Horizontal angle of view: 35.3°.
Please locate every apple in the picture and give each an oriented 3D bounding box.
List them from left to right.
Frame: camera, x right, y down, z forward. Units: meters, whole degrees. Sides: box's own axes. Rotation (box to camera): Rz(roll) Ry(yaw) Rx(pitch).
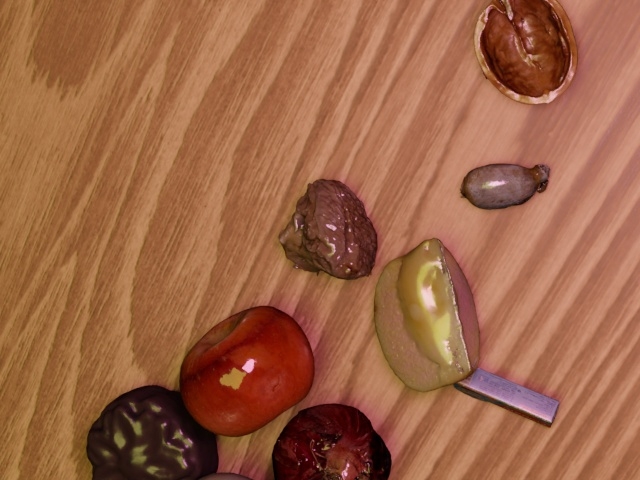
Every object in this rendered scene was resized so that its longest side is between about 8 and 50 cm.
[{"bbox_3d":[-0.139,0.256,1.926,0.272,0.251,0.206,-34,99,4],"label":"apple"},{"bbox_3d":[0.195,0.142,1.857,0.193,0.120,0.265,-19,80,37],"label":"apple"}]

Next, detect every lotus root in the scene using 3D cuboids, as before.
[{"bbox_3d":[0.330,-0.098,1.799,0.165,0.088,0.088,-6,94,11],"label":"lotus root"}]

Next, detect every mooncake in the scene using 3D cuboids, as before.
[{"bbox_3d":[-0.356,0.447,2.086,0.283,0.141,0.283,4,100,21],"label":"mooncake"}]

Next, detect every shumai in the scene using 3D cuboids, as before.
[{"bbox_3d":[0.000,0.000,1.896,0.175,0.166,0.206,-29,61,30],"label":"shumai"}]

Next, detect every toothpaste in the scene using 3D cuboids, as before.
[{"bbox_3d":[0.342,0.286,1.855,0.193,0.070,0.044,22,74,17],"label":"toothpaste"}]

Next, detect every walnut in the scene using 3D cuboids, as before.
[{"bbox_3d":[0.359,-0.335,1.754,0.167,0.087,0.211,-21,90,15],"label":"walnut"}]

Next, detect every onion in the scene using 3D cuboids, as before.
[{"bbox_3d":[0.018,0.451,1.903,0.221,0.281,0.281,-1,98,-20],"label":"onion"}]

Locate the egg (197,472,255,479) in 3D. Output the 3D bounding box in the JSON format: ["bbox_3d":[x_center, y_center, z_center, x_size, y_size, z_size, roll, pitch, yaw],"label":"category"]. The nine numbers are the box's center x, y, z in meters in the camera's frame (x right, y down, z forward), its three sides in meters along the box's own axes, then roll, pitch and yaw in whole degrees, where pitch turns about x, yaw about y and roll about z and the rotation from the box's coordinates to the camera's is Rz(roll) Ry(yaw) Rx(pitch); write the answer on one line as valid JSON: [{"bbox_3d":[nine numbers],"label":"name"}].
[{"bbox_3d":[-0.158,0.624,1.966,0.258,0.258,0.352,-24,98,21],"label":"egg"}]
